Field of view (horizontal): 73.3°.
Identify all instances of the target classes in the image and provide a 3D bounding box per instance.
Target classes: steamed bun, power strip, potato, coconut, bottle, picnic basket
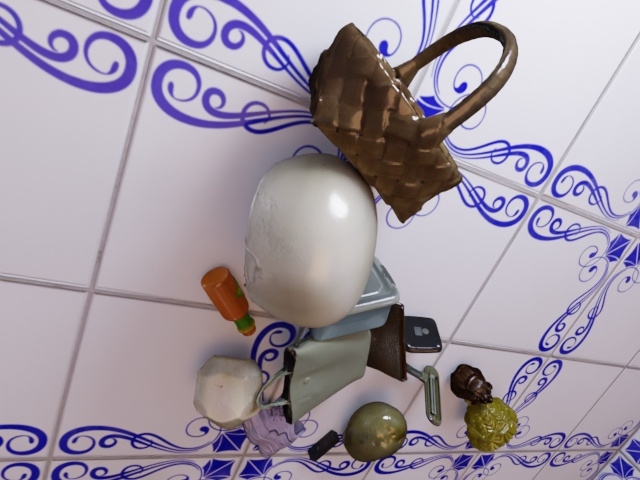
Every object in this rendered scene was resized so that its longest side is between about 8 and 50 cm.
[{"bbox_3d":[0.000,0.000,0.800,0.206,0.324,0.324,9,119,10],"label":"steamed bun"},{"bbox_3d":[0.009,0.641,1.342,0.111,0.038,0.029,-43,123,5],"label":"power strip"},{"bbox_3d":[0.162,0.583,1.304,0.177,0.160,0.235,34,118,-8],"label":"potato"},{"bbox_3d":[-0.215,0.358,1.012,0.161,0.161,0.162,13,75,-27],"label":"coconut"},{"bbox_3d":[-0.197,0.145,0.967,0.069,0.069,0.187,-26,126,-6],"label":"bottle"},{"bbox_3d":[0.175,-0.250,0.737,0.337,0.293,0.337,-1,128,-2],"label":"picnic basket"}]

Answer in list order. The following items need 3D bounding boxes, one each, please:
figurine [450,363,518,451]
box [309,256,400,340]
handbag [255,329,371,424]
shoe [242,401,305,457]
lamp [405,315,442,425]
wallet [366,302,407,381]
[{"bbox_3d":[0.519,0.529,1.427,0.187,0.168,0.315,-28,116,9],"label":"figurine"},{"bbox_3d":[0.054,0.129,1.001,0.226,0.162,0.130,-9,131,-16],"label":"box"},{"bbox_3d":[-0.012,0.322,1.042,0.315,0.109,0.241,-23,127,-42],"label":"handbag"},{"bbox_3d":[-0.132,0.494,1.176,0.137,0.095,0.245,-25,127,-9],"label":"shoe"},{"bbox_3d":[0.282,0.369,1.204,0.124,0.203,0.283,-9,127,6],"label":"lamp"},{"bbox_3d":[0.164,0.255,1.134,0.039,0.132,0.243,-40,130,-44],"label":"wallet"}]
